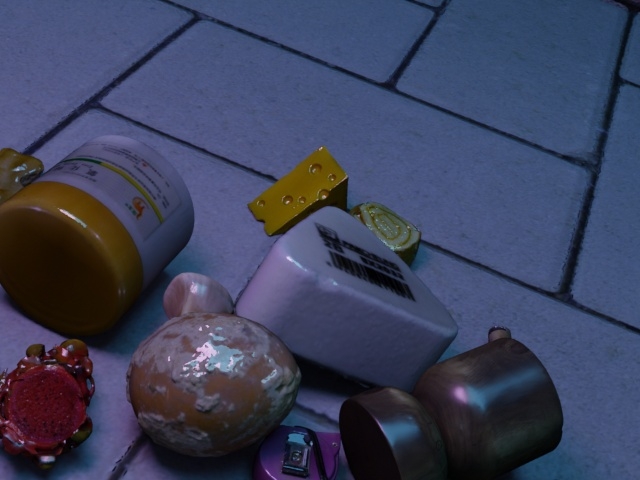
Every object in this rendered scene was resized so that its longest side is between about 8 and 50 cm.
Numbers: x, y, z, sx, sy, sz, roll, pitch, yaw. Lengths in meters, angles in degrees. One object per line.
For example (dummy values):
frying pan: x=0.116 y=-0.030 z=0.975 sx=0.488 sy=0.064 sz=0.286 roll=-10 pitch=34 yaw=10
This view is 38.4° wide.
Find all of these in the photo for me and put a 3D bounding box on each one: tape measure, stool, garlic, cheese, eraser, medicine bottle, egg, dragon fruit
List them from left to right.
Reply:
dragon fruit: x=-0.365 y=0.204 z=1.244 sx=0.133 sy=0.150 sz=0.208 roll=39 pitch=28 yaw=-19
medicine bottle: x=-0.347 y=-0.013 z=1.409 sx=0.237 sy=0.238 sz=0.232 roll=24 pitch=39 yaw=9
garlic: x=-0.171 y=0.131 z=1.405 sx=0.174 sy=0.124 sz=0.099 roll=41 pitch=6 yaw=-17
egg: x=-0.145 y=0.196 z=1.258 sx=0.245 sy=0.203 sz=0.203 roll=-5 pitch=37 yaw=15
tape measure: x=-0.033 y=0.309 z=1.269 sx=0.118 sy=0.074 sz=0.125 roll=11 pitch=38 yaw=-5
cheese: x=-0.043 y=-0.076 z=1.718 sx=0.171 sy=0.126 sz=0.093 roll=-26 pitch=59 yaw=-16
eraser: x=0.014 y=0.083 z=1.423 sx=0.331 sy=0.150 sz=0.331 roll=27 pitch=24 yaw=-13
stool: x=0.182 y=0.260 z=1.286 sx=0.264 sy=0.179 sz=0.179 roll=-18 pitch=50 yaw=-22

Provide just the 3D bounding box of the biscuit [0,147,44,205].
biscuit: x=-0.517 y=-0.087 z=1.594 sx=0.174 sy=0.039 sz=0.183 roll=15 pitch=40 yaw=1

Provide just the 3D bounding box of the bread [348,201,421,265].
bread: x=0.111 y=-0.009 z=1.699 sx=0.117 sy=0.064 sz=0.156 roll=-18 pitch=49 yaw=-40

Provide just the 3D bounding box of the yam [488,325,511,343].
yam: x=0.297 y=0.243 z=1.480 sx=0.046 sy=0.046 sz=0.264 roll=12 pitch=41 yaw=-5
